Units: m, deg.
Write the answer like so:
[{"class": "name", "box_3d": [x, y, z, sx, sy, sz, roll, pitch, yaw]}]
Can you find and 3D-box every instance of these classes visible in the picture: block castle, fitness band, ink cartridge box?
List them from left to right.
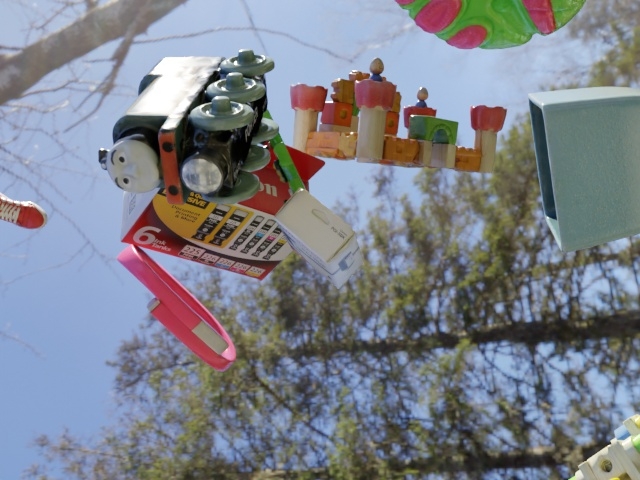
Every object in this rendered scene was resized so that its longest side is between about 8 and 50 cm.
[{"class": "fitness band", "box_3d": [-0.256, 0.124, 1.382, 0.054, 0.209, 0.291, -43, -65, -5]}, {"class": "ink cartridge box", "box_3d": [-0.179, -0.076, 1.443, 0.310, 0.272, 0.130, 17, -132, -30]}, {"class": "ink cartridge box", "box_3d": [0.000, 0.000, 1.022, 0.056, 0.099, 0.135, -47, -18, -8]}, {"class": "block castle", "box_3d": [0.175, -0.277, 1.730, 0.453, 0.303, 0.212, 1, -84, -41]}]

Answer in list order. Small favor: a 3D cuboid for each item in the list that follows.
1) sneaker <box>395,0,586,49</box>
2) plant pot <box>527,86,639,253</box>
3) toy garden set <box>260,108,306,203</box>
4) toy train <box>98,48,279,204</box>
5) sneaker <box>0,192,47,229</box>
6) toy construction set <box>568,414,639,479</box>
[{"class": "sneaker", "box_3d": [0.046, -0.347, 0.530, 0.483, 0.185, 0.202, 47, -133, -40]}, {"class": "plant pot", "box_3d": [0.505, -0.144, 1.293, 0.248, 0.252, 0.247, -58, -43, -73]}, {"class": "toy garden set", "box_3d": [-0.045, -0.072, 1.311, 0.204, 0.049, 0.244, 63, -178, -69]}, {"class": "toy train", "box_3d": [-0.163, -0.154, 1.010, 0.334, 0.190, 0.142, -80, -11, -58]}, {"class": "sneaker", "box_3d": [-0.461, -0.045, 1.106, 0.067, 0.119, 0.042, -11, -59, -79]}, {"class": "toy construction set", "box_3d": [0.395, 0.331, 0.806, 0.215, 0.151, 0.327, 17, -158, -44]}]
